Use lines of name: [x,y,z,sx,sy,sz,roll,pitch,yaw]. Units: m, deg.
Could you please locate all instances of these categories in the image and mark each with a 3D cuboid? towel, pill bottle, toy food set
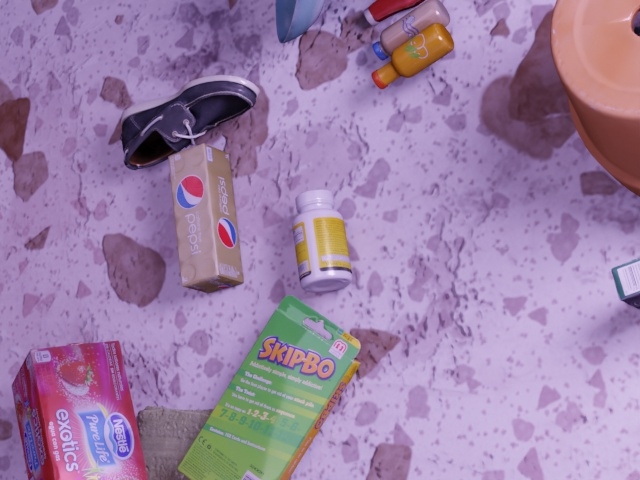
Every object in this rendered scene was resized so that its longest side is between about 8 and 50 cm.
towel: [-0.175,0.266,1.908,0.148,0.027,0.110,-2,79,31]
pill bottle: [0.000,0.000,1.832,0.065,0.065,0.116,-18,70,29]
toy food set: [0.071,-0.304,1.819,0.104,0.111,0.232,-32,86,23]

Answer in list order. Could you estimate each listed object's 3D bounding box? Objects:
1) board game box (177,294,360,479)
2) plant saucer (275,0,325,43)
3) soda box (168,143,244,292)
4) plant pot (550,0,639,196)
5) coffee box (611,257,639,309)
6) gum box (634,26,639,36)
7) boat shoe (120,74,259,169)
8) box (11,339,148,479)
board game box: [-0.058,0.204,1.826,0.124,0.039,0.259,34,97,25]
plant saucer: [-0.012,-0.397,1.834,0.044,0.317,0.317,4,79,-8]
soda box: [-0.148,-0.027,1.938,0.061,0.058,0.181,-17,70,29]
plant pot: [0.361,-0.192,1.509,0.291,0.203,0.290,-9,73,31]
coffee box: [0.403,0.025,1.538,0.184,0.113,0.040,-23,66,25]
gum box: [0.412,-0.143,1.612,0.184,0.041,0.156,10,84,35]
boat shoe: [-0.170,-0.152,1.961,0.233,0.084,0.079,-18,56,37]
box: [-0.302,0.269,1.906,0.128,0.123,0.256,-50,50,55]
